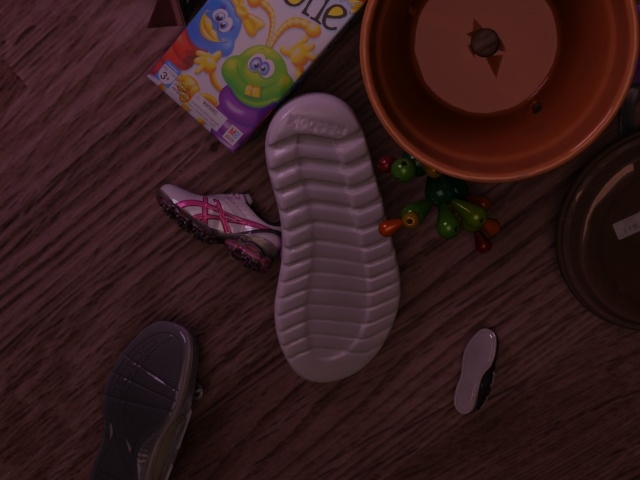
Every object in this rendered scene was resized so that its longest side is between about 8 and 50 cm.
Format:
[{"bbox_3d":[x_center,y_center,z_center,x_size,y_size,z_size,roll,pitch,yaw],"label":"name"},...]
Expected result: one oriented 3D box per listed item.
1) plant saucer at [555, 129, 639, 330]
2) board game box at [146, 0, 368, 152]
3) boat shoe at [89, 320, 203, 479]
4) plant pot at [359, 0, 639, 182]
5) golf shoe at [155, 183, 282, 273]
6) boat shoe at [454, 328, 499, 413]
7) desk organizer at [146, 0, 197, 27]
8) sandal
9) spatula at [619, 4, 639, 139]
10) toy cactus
[{"bbox_3d":[0.438,-0.007,1.111,0.278,0.041,0.277,0,108,0],"label":"plant saucer"},{"bbox_3d":[-0.056,-0.262,1.073,0.144,0.142,0.275,41,106,-5],"label":"board game box"},{"bbox_3d":[-0.243,0.262,1.266,0.118,0.103,0.320,20,101,22],"label":"boat shoe"},{"bbox_3d":[0.195,-0.225,1.018,0.291,0.203,0.290,1,104,6],"label":"plant pot"},{"bbox_3d":[-0.132,-0.032,1.191,0.186,0.067,0.086,29,75,4],"label":"golf shoe"},{"bbox_3d":[0.220,0.179,1.208,0.046,0.038,0.125,23,105,44],"label":"boat shoe"},{"bbox_3d":[-0.179,-0.313,1.079,0.050,0.130,0.047,-2,133,11],"label":"desk organizer"},{"bbox_3d":[0.016,-0.001,1.157,0.170,0.102,0.416,-5,118,-6],"label":"sandal"},{"bbox_3d":[0.387,-0.143,1.105,0.084,0.030,0.296,-6,107,3],"label":"spatula"},{"bbox_3d":[0.139,-0.076,1.104,0.112,0.219,0.180,-30,56,36],"label":"toy cactus"}]
